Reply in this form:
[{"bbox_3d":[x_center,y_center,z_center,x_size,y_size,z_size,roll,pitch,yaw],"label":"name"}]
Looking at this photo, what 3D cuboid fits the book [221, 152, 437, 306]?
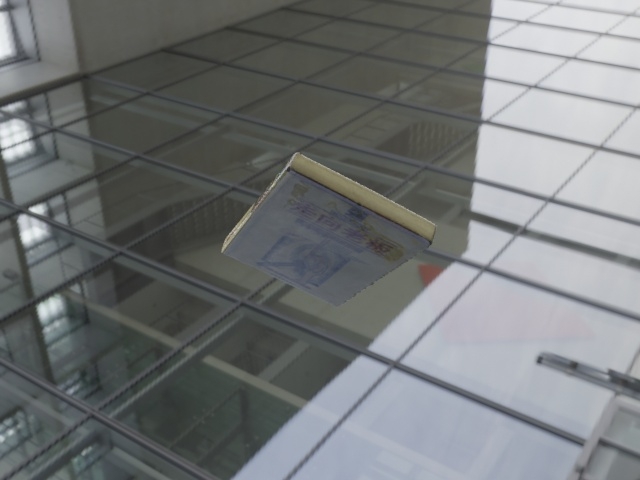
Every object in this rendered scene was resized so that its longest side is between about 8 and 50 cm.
[{"bbox_3d":[0.000,0.000,0.831,0.231,0.161,0.026,-43,24,59],"label":"book"}]
